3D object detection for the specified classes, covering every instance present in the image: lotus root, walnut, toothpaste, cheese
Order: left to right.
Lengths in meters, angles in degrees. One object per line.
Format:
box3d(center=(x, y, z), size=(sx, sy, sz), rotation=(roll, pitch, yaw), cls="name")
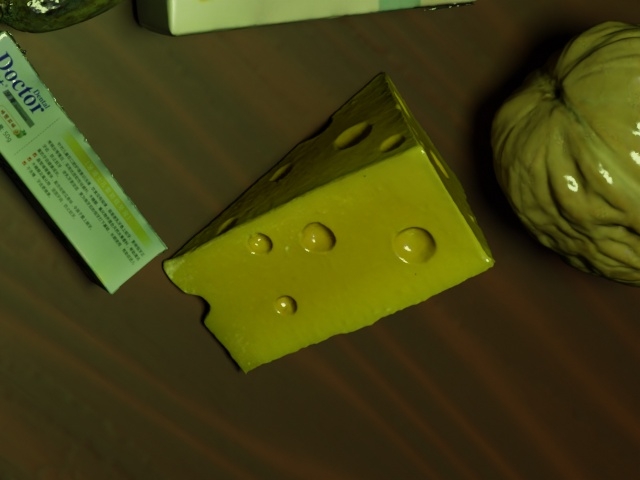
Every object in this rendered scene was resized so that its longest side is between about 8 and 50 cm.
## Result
box3d(center=(-0.148, -0.043, 1.085), size=(0.046, 0.034, 0.164), rotation=(-41, 117, -12), cls="toothpaste")
box3d(center=(-0.143, -0.141, 1.054), size=(0.099, 0.049, 0.054), rotation=(-26, 89, -24), cls="lotus root")
box3d(center=(0.000, 0.000, 1.156), size=(0.171, 0.126, 0.093), rotation=(-33, 116, 7), cls="cheese")
box3d(center=(0.197, -0.046, 1.195), size=(0.184, 0.155, 0.155), rotation=(29, 88, -32), cls="walnut")

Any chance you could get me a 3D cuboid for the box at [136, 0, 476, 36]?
box3d(center=(-0.012, -0.292, 1.073), size=(0.200, 0.065, 0.343), rotation=(-9, 107, -25), cls="box")
